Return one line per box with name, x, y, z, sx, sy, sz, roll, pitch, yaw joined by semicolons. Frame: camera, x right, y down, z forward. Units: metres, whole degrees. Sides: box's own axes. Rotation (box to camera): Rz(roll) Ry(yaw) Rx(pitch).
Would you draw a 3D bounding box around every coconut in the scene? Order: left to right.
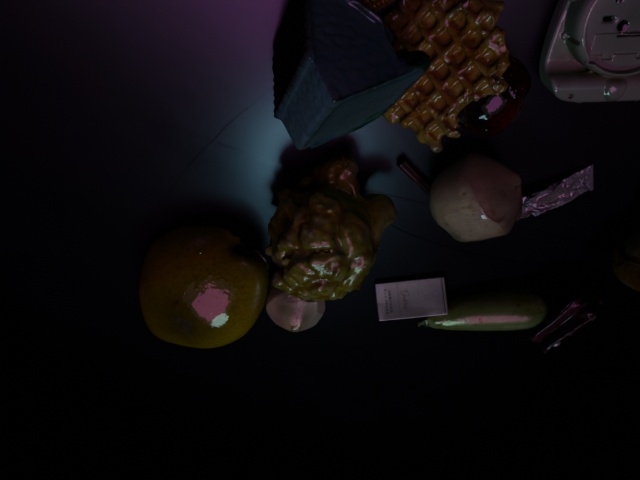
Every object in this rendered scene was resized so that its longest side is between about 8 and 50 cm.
coconut;-0.065;0.162;1.434;0.171;0.183;0.171;-2;132;-2
coconut;0.369;-0.098;1.231;0.224;0.224;0.224;-1;130;-2

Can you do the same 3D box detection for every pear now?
pear;-0.328;0.151;1.362;0.340;0.191;0.386;39;123;-11

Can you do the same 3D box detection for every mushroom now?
mushroom;0.875;0.029;1.333;0.254;0.267;0.267;30;123;-25

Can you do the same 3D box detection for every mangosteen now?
mangosteen;0.331;-0.306;1.089;0.180;0.166;0.166;26;128;6

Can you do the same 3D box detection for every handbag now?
handbag;0.709;0.221;1.524;0.216;0.074;0.203;-16;150;-54

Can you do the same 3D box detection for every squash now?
squash;0.468;0.206;1.547;0.371;0.118;0.118;-5;130;8

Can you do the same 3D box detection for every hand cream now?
hand cream;0.560;-0.108;1.331;0.257;0.050;0.084;-21;125;10

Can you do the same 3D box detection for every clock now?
clock;0.585;-0.431;1.019;0.265;0.108;0.324;-3;130;0

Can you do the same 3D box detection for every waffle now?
waffle;0.227;-0.332;1.028;0.281;0.058;0.300;36;133;21

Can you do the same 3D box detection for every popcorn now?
popcorn;0.003;-0.005;1.248;0.274;0.279;0.335;25;140;1

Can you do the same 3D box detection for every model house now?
model house;0.013;-0.344;0.994;0.230;0.248;0.280;-26;178;-22

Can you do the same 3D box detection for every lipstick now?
lipstick;0.248;-0.140;1.301;0.027;0.027;0.176;-36;124;24

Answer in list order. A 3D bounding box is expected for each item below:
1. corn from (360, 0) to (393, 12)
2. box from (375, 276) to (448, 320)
corn;0.173;-0.509;0.942;0.310;0.101;0.101;-23;127;22
box;0.258;0.166;1.514;0.198;0.029;0.109;-6;87;3
